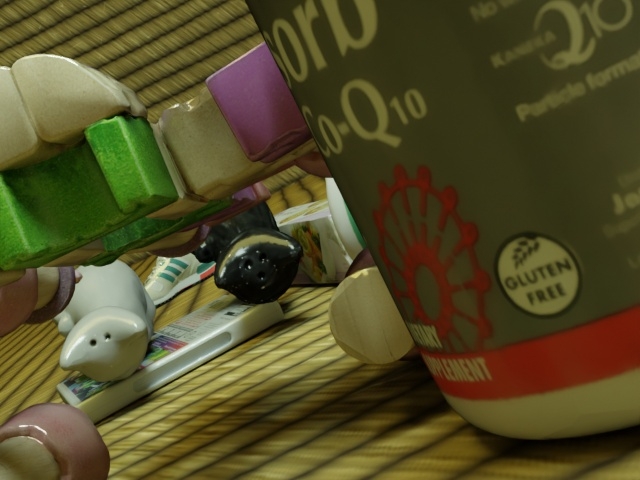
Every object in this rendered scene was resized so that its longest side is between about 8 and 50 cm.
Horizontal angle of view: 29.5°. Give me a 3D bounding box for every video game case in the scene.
[{"bbox_3d":[-0.136,0.100,1.056,0.183,0.023,0.201,-28,6,-15],"label":"video game case"}]

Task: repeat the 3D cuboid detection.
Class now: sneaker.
[{"bbox_3d":[-0.218,0.043,1.696,0.161,0.075,0.057,-31,6,-38],"label":"sneaker"}]

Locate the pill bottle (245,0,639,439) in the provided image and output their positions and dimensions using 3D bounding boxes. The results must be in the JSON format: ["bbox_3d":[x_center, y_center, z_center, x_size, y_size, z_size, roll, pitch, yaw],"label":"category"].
[{"bbox_3d":[0.066,-0.131,0.444,0.210,0.362,0.210,-27,5,2],"label":"pill bottle"}]

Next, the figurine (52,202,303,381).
[{"bbox_3d":[-0.119,0.041,0.993,0.215,0.092,0.209,-28,10,-6],"label":"figurine"}]

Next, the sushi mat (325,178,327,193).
[{"bbox_3d":[0.053,-0.136,1.291,0.151,0.019,0.316,-37,38,27],"label":"sushi mat"}]

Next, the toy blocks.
[{"bbox_3d":[-0.096,-0.037,0.663,0.289,0.308,0.260,-25,-3,11],"label":"toy blocks"}]

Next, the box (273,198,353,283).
[{"bbox_3d":[0.000,0.000,1.119,0.067,0.063,0.324,-26,5,-15],"label":"box"}]

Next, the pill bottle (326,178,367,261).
[{"bbox_3d":[0.116,-0.049,0.744,0.208,0.117,0.117,-23,7,34],"label":"pill bottle"}]
